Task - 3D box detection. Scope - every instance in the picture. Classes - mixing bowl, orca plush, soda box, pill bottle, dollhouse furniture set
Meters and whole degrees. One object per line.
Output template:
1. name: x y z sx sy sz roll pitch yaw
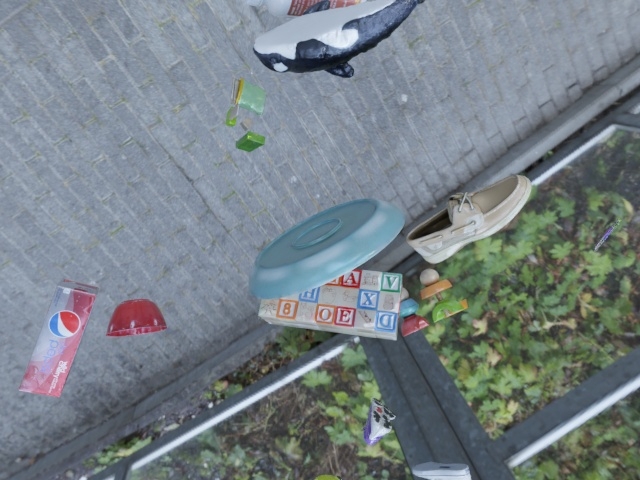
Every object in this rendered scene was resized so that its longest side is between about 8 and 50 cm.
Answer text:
1. mixing bowl: -0.578 0.240 1.407 0.182 0.181 0.098 -7 76 -6
2. orca plush: 0.040 -0.329 0.741 0.288 0.151 0.102 -25 139 3
3. soda box: -0.626 0.233 1.080 0.092 0.083 0.263 21 90 -24
4. pill bottle: -0.031 -0.469 0.811 0.216 0.121 0.121 -6 112 -22
5. dollhouse furniture set: -0.136 -0.254 0.871 0.076 0.059 0.151 14 73 -34

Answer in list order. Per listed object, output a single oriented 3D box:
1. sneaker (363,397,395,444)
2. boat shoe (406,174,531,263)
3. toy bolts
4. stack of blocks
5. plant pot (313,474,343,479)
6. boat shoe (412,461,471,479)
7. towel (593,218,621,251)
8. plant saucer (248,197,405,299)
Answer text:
1. sneaker: 0.129 0.429 1.061 0.068 0.170 0.071 38 97 14
2. boat shoe: 0.376 -0.063 1.160 0.110 0.121 0.341 37 122 -21
3. toy bolts: 0.348 0.193 1.472 0.229 0.218 0.158 -33 72 29
4. stack of blocks: 0.029 0.112 0.995 0.298 0.087 0.171 5 69 14
5. plant pot: 0.017 0.536 0.713 0.227 0.207 0.228 29 133 23
6. boat shoe: 0.196 0.383 0.725 0.100 0.035 0.035 -19 80 34
7. towel: 0.648 -0.012 1.011 0.009 0.060 0.083 39 118 25
8. plant saucer: 0.000 0.000 0.825 0.318 0.317 0.043 -27 107 2
